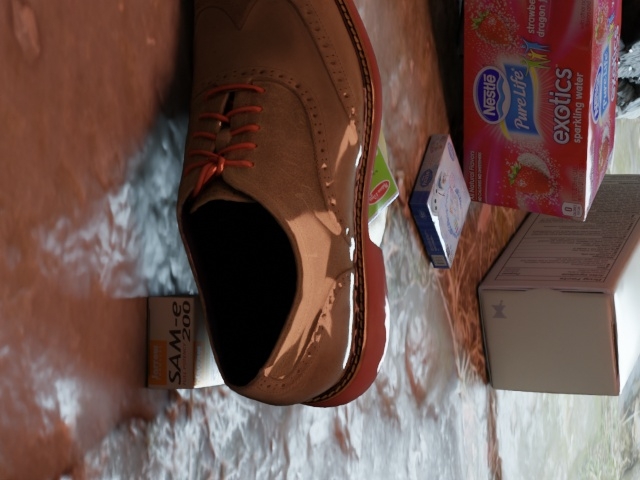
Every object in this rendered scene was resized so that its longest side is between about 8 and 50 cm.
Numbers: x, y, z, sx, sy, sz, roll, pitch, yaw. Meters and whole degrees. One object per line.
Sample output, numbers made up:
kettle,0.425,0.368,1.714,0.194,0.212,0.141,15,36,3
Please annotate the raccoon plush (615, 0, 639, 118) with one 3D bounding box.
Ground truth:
raccoon plush,0.332,-0.334,2.129,0.299,0.216,0.446,67,-23,13

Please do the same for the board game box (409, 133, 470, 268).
board game box,0.112,-0.036,1.728,0.090,0.020,0.090,67,33,-43

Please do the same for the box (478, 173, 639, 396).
box,0.284,0.040,1.981,0.311,0.148,0.121,-46,133,-56

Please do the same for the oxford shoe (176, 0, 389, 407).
oxford shoe,-0.035,-0.063,1.220,0.130,0.123,0.348,4,73,-60

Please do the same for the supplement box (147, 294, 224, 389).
supplement box,-0.079,0.067,1.258,0.098,0.036,0.062,-1,91,-67

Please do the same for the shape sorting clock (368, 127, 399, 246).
shape sorting clock,-0.010,-0.056,1.389,0.206,0.040,0.206,17,68,-50

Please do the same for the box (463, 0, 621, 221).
box,0.211,-0.161,1.773,0.123,0.128,0.257,-56,151,-50

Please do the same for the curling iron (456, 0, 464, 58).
curling iron,0.153,-0.311,1.804,0.068,0.035,0.274,12,84,-45
